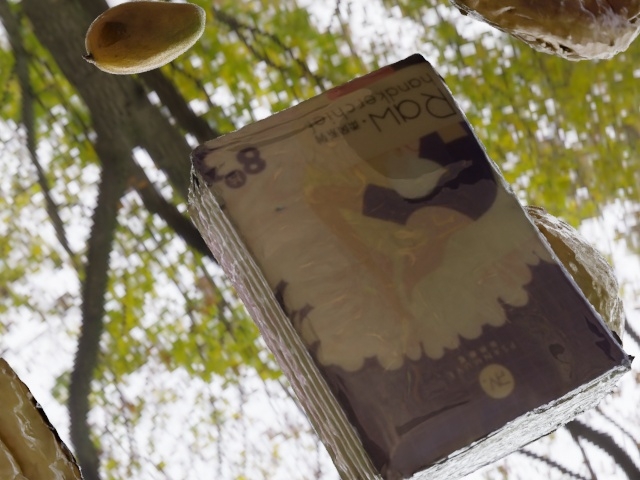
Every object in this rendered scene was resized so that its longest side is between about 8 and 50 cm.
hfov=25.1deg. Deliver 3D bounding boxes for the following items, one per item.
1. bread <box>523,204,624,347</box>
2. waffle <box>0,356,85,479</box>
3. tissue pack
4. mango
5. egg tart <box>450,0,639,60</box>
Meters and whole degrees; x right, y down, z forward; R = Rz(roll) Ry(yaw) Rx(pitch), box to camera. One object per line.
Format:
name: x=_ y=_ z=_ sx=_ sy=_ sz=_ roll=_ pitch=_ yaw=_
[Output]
bread: x=0.211 y=0.073 z=1.495 sx=0.244 sy=0.244 sz=0.134 roll=19 pitch=-141 yaw=32
waffle: x=-0.257 y=0.235 z=0.935 sx=0.308 sy=0.091 sz=0.213 roll=-41 pitch=-100 yaw=30
tissue pack: x=0.064 y=0.029 z=1.205 sx=0.242 sy=0.125 sz=0.344 roll=-24 pitch=-111 yaw=-18
mango: x=-0.236 y=-0.278 z=1.932 sx=0.187 sy=0.066 sz=0.101 roll=-18 pitch=-111 yaw=-21
egg tart: x=0.169 y=-0.311 z=1.245 sx=0.153 sy=0.339 sz=0.351 roll=-17 pitch=-140 yaw=47
